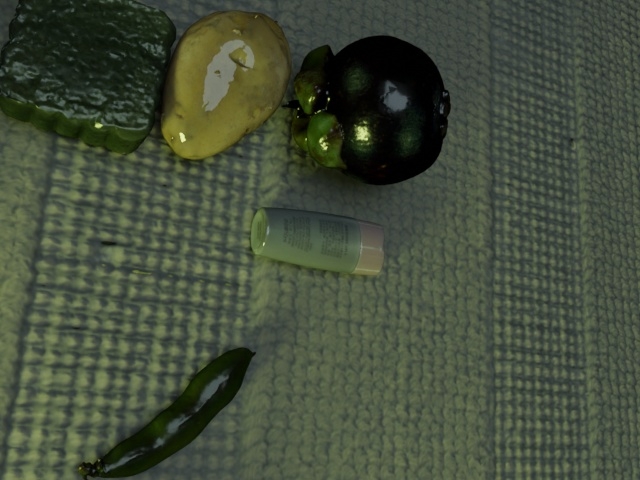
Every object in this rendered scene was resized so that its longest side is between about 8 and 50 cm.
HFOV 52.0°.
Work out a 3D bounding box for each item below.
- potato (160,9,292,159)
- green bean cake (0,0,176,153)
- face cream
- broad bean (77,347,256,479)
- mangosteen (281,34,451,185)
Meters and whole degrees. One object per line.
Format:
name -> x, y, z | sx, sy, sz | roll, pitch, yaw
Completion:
potato -> -0.130, -0.221, 0.883 | 0.235, 0.128, 0.161 | -41, 98, -24
green bean cake -> -0.290, -0.218, 0.816 | 0.185, 0.094, 0.183 | 16, 73, -24
face cream -> 0.000, 0.000, 0.947 | 0.198, 0.057, 0.084 | 10, 75, -28
broad bean -> -0.173, 0.219, 0.813 | 0.254, 0.046, 0.065 | -37, 98, -28
mangosteen -> 0.069, -0.187, 0.946 | 0.243, 0.243, 0.243 | 6, 76, -27
